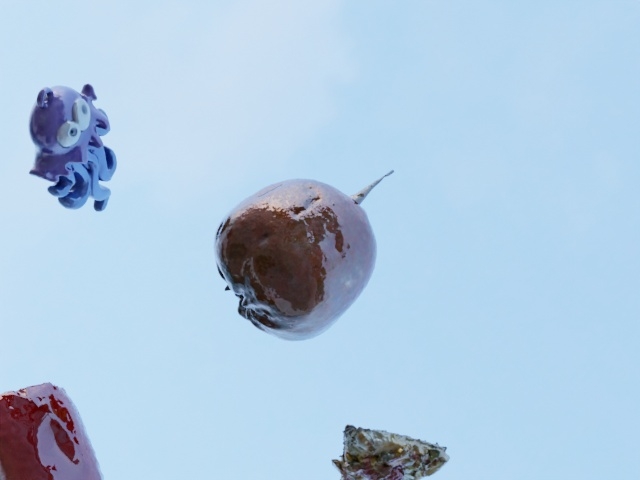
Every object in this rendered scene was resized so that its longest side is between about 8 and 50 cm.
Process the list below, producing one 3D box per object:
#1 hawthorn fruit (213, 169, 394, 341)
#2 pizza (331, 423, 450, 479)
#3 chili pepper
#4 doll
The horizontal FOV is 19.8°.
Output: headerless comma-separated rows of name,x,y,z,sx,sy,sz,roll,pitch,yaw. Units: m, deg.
hawthorn fruit,-0.015,0.002,1.689,0.149,0.149,0.189,44,-78,17
pizza,0.035,0.146,1.188,0.083,0.078,0.025,-22,-130,26
chili pepper,-0.233,0.302,1.650,0.134,0.131,0.338,-31,-108,60
doll,-0.244,-0.091,1.826,0.067,0.110,0.206,17,-23,21
